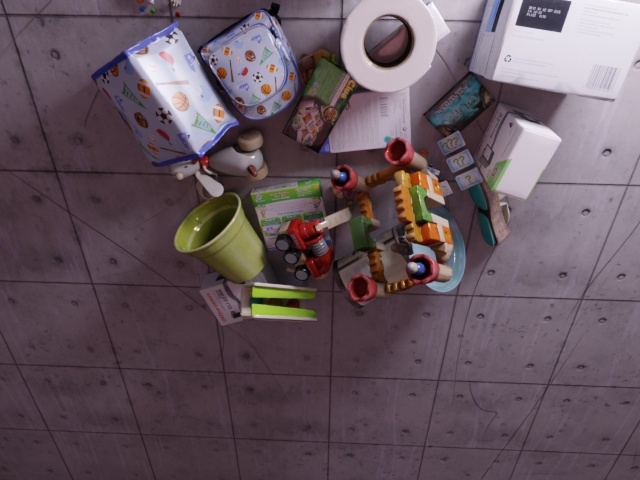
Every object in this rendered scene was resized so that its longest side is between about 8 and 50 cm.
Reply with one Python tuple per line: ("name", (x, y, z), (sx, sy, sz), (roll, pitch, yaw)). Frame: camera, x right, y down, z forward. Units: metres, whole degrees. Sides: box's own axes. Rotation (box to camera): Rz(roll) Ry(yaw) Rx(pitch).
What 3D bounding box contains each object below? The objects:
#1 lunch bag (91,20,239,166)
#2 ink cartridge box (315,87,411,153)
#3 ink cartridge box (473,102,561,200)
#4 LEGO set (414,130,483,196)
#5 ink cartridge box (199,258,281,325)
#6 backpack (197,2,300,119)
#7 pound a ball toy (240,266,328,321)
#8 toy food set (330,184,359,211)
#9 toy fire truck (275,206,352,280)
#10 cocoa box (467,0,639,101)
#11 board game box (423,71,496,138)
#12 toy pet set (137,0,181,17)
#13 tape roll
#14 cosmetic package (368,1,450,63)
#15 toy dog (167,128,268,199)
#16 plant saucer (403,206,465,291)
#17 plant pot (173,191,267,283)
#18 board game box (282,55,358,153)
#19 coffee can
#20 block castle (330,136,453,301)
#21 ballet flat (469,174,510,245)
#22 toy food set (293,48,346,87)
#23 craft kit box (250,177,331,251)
("lunch bag", (-0.480, -0.405, 1.332), (0.385, 0.239, 0.328), (-3, 127, 44))
("ink cartridge box", (0.127, -0.382, 1.429), (0.311, 0.065, 0.186), (-6, 121, 4))
("ink cartridge box", (0.576, -0.274, 1.351), (0.114, 0.273, 0.198), (15, 121, -4))
("LEGO set", (0.380, -0.222, 1.479), (0.244, 0.060, 0.182), (-24, 101, 35))
("ink cartridge box", (-0.308, 0.204, 1.779), (0.273, 0.114, 0.197), (-17, 119, 13))
("backpack", (-0.182, -0.492, 1.297), (0.276, 0.213, 0.263), (-25, 123, 16))
("pound a ball toy", (-0.133, 0.197, 1.679), (0.319, 0.208, 0.135), (9, 165, -34))
("toy food set", (0.097, -0.165, 1.591), (0.078, 0.019, 0.122), (-30, 108, 19))
("toy fire truck", (0.000, 0.000, 1.576), (0.246, 0.158, 0.217), (-17, 119, 24))
("cocoa box", (0.619, -0.532, 1.209), (0.347, 0.228, 0.231), (8, 116, -3))
("board game box", (0.436, -0.417, 1.413), (0.126, 0.026, 0.186), (39, 116, -19))
("toy pet set", (-0.458, -0.709, 1.271), (0.122, 0.065, 0.114), (9, 156, 0))
("tape roll", (0.178, -0.532, 1.203), (0.246, 0.169, 0.246), (2, 117, 5))
("cosmetic package", (0.245, -0.570, 1.307), (0.239, 0.060, 0.099), (-33, 110, 21))
("toy dog", (-0.318, -0.230, 1.456), (0.333, 0.161, 0.220), (-27, 130, 13))
("plant saucer", (0.388, 0.022, 1.551), (0.317, 0.317, 0.043), (43, 146, -21))
("plant pot", (-0.327, 0.012, 1.599), (0.276, 0.276, 0.254), (-25, 129, 17))
("board game box", (-0.001, -0.408, 1.371), (0.136, 0.030, 0.260), (29, 118, -8))
("coffee can", (0.212, 0.098, 1.638), (0.275, 0.201, 0.201), (-31, 115, 20))
("block castle", (0.202, -0.056, 1.372), (0.303, 0.453, 0.213), (-21, 157, 36))
("ballet flat", (0.593, -0.125, 1.556), (0.106, 0.107, 0.316), (-29, 123, -3))
("toy food set", (-0.005, -0.512, 1.368), (0.192, 0.038, 0.132), (-1, 122, 4))
("craft kit box", (-0.101, -0.088, 1.626), (0.250, 0.061, 0.247), (-8, 124, 7))
